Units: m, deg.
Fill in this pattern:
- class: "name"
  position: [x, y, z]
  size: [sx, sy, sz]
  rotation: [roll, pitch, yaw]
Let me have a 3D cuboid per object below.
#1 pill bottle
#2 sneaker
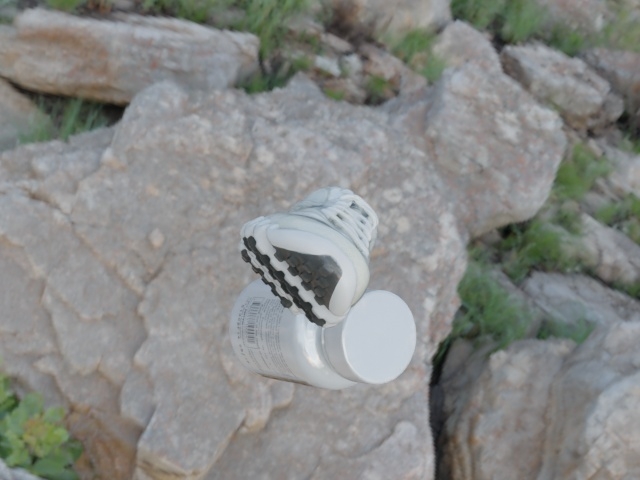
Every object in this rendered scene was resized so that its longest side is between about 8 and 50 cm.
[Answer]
- class: "pill bottle"
  position: [0.001, 0.106, 1.151]
  size: [0.131, 0.229, 0.131]
  rotation: [1, 88, -34]
- class: "sneaker"
  position: [0.000, 0.000, 0.856]
  size: [0.110, 0.118, 0.292]
  rotation: [52, -6, -7]
